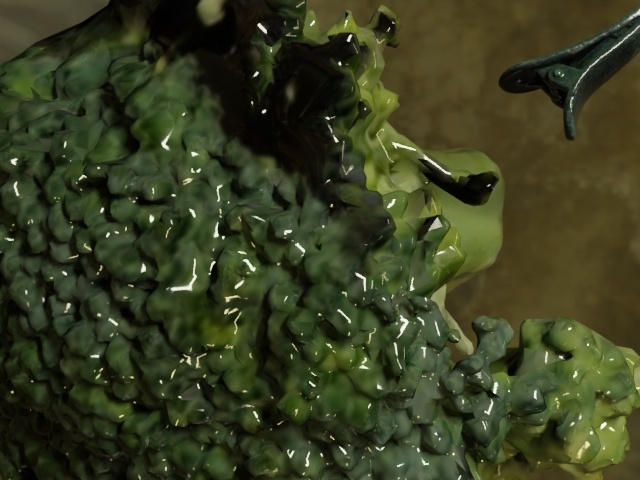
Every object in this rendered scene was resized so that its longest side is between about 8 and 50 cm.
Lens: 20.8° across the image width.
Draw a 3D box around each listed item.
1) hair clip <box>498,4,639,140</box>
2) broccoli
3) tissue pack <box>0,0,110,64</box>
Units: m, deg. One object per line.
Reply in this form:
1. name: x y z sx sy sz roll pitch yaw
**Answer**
1. hair clip: 0.230 -0.166 1.231 0.229 0.070 0.039 -43 154 -11
2. broccoli: 0.000 0.000 0.649 0.243 0.263 0.247 -17 105 -59
3. tissue pack: -0.236 -0.250 0.722 0.356 0.194 0.266 29 45 -50
